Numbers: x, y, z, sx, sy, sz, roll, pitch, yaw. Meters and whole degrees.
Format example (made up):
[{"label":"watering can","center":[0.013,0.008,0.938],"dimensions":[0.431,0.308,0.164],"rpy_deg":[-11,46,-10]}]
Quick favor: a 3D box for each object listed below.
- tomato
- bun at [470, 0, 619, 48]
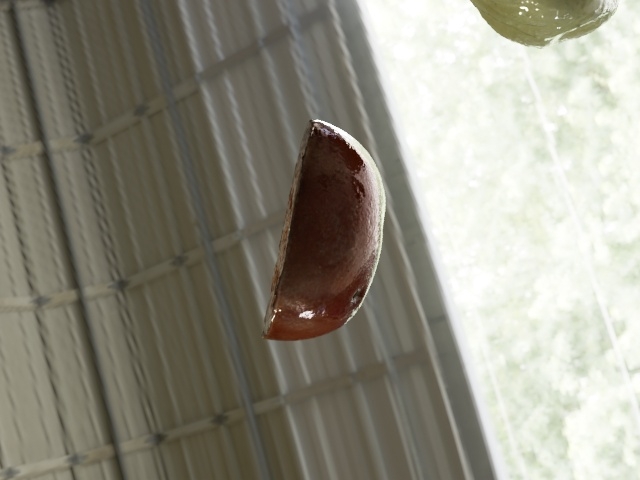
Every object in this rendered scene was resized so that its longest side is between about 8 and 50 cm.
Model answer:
[{"label":"tomato","center":[0.012,0.001,1.585],"dimensions":[0.143,0.338,0.338],"rpy_deg":[14,-132,-4]},{"label":"bun","center":[0.338,-0.478,1.775],"dimensions":[0.349,0.227,0.352],"rpy_deg":[28,-123,-53]}]
